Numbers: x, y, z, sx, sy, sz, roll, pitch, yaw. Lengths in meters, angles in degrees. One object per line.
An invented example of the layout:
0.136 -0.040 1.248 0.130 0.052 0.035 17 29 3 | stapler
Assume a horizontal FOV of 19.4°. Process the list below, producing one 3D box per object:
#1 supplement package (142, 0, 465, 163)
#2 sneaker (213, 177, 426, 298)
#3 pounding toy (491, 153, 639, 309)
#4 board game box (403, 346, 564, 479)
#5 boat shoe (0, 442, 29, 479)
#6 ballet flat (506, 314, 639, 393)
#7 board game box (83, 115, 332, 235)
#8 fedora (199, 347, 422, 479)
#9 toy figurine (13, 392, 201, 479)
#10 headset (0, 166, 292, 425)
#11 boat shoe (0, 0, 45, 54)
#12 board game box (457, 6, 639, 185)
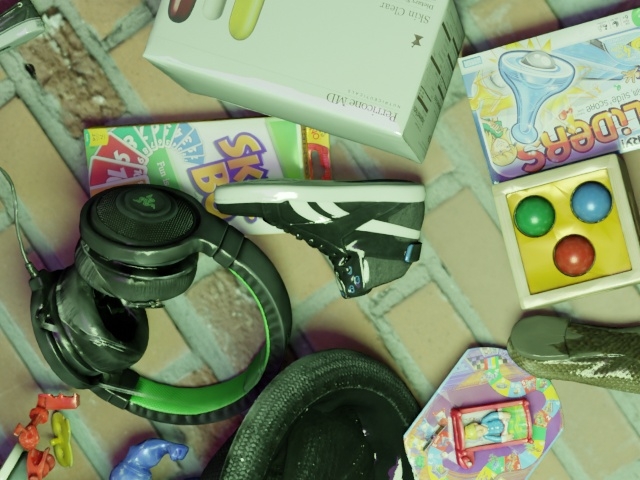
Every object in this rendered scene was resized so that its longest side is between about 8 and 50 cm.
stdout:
-0.010 -0.190 1.822 0.262 0.204 0.145 17 88 10 | supplement package
0.000 0.000 1.900 0.217 0.079 0.121 0 98 -8 | sneaker
0.292 0.009 1.838 0.206 0.094 0.181 -15 84 15 | pounding toy
0.172 0.196 1.910 0.133 0.033 0.168 38 87 -8 | board game box
-0.345 0.372 2.051 0.099 0.116 0.319 19 106 -1 | boat shoe
0.312 0.125 1.888 0.250 0.084 0.058 6 140 9 | ballet flat
-0.116 -0.065 1.968 0.259 0.039 0.124 -3 99 10 | board game box
-0.032 0.272 1.912 0.152 0.334 0.334 2 101 46 | fedora
-0.190 0.339 1.967 0.217 0.191 0.362 -3 91 4 | toy figurine
-0.221 0.056 1.909 0.394 0.185 0.243 32 122 -8 | headset
-0.361 -0.213 1.995 0.142 0.049 0.040 -23 87 8 | boat shoe
0.251 -0.144 1.870 0.201 0.035 0.136 -15 95 15 | board game box
